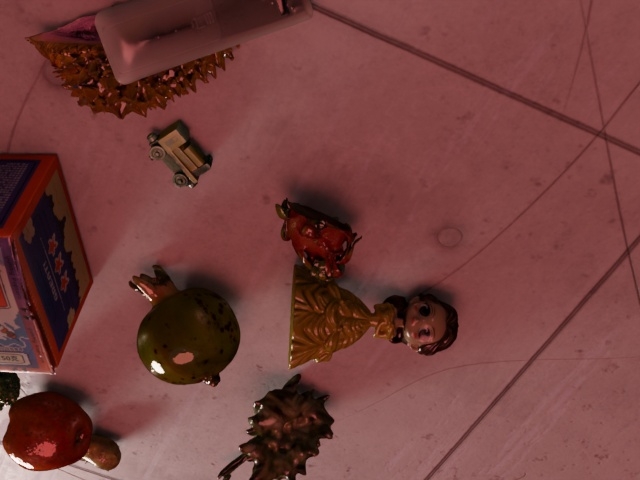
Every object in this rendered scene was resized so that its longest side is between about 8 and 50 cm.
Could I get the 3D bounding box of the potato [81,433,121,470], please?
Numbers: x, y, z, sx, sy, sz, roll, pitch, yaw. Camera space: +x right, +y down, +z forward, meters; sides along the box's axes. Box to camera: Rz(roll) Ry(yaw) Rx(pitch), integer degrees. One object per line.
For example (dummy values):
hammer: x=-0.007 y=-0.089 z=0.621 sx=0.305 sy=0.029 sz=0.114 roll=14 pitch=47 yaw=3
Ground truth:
potato: x=-0.519 y=0.477 z=2.110 sx=0.138 sy=0.070 sz=0.091 roll=16 pitch=160 yaw=4

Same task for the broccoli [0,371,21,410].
broccoli: x=-0.749 y=0.282 z=1.893 sx=0.269 sy=0.241 sz=0.261 roll=28 pitch=154 yaw=20

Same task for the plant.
plant: x=-0.121 y=0.405 z=2.001 sx=0.180 sy=0.251 sz=0.333 roll=55 pitch=155 yaw=-11

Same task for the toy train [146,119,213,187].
toy train: x=-0.242 y=-0.147 z=1.593 sx=0.081 sy=0.050 sz=0.122 roll=-31 pitch=118 yaw=19

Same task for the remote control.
remote control: x=-0.162 y=-0.324 z=1.342 sx=0.313 sy=0.055 sz=0.109 roll=-22 pitch=112 yaw=-10

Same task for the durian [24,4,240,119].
durian: x=-0.278 y=-0.273 z=1.452 sx=0.341 sy=0.112 sz=0.191 roll=-11 pitch=125 yaw=12

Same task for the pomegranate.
pomegranate: x=-0.274 y=0.168 z=1.760 sx=0.246 sy=0.198 sz=0.198 roll=35 pitch=124 yaw=-18

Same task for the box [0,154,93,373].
box: x=-0.634 y=0.041 z=1.655 sx=0.349 sy=0.257 sz=0.318 roll=2 pitch=128 yaw=5

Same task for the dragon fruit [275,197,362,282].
dragon fruit: x=0.000 y=0.000 z=1.621 sx=0.142 sy=0.138 sz=0.175 roll=-1 pitch=106 yaw=11

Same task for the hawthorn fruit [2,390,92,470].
hawthorn fruit: x=-0.590 y=0.416 z=2.013 sx=0.189 sy=0.189 sz=0.189 roll=3 pitch=129 yaw=4

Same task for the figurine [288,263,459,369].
figurine: x=0.102 y=0.150 z=1.726 sx=0.315 sy=0.187 sz=0.168 roll=3 pitch=140 yaw=-4
